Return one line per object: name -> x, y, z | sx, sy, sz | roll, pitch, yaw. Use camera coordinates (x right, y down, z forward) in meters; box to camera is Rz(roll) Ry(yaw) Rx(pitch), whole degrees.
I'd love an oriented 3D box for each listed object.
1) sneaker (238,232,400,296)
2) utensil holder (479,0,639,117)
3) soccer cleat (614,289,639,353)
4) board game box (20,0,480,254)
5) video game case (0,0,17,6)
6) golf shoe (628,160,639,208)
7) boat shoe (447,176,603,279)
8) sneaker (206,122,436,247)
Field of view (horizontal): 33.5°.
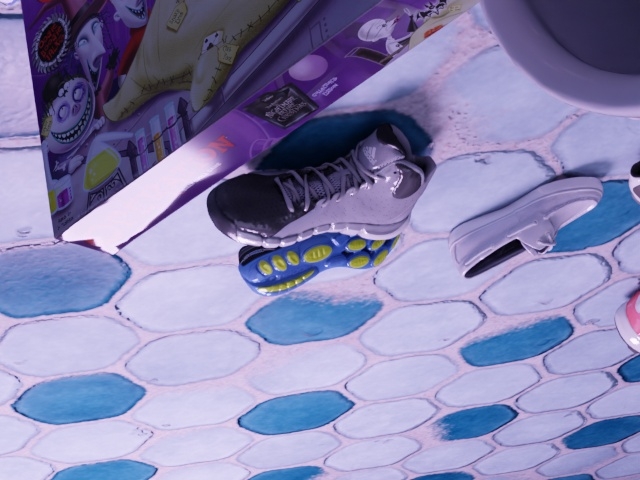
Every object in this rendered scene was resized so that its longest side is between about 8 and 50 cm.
sneaker -> 0.000, 0.000, 1.113 | 0.188, 0.078, 0.067 | -17, 125, -21
utensil holder -> 0.324, -0.219, 0.591 | 0.385, 0.328, 0.327 | 1, 148, -28
soccer cleat -> 0.561, 0.106, 1.466 | 0.318, 0.109, 0.116 | 6, 142, -24
board game box -> -0.029, -0.161, 0.546 | 0.347, 0.208, 0.056 | -32, 146, 30
video game case -> -0.171, -0.270, 0.573 | 0.269, 0.061, 0.244 | -27, 147, 24
golf shoe -> 0.416, -0.085, 1.103 | 0.198, 0.077, 0.094 | -27, 147, 22
boat shoe -> 0.228, -0.011, 1.173 | 0.184, 0.063, 0.066 | -22, 149, 17
sneaker -> 0.012, -0.064, 0.997 | 0.228, 0.086, 0.132 | -4, 146, -35
